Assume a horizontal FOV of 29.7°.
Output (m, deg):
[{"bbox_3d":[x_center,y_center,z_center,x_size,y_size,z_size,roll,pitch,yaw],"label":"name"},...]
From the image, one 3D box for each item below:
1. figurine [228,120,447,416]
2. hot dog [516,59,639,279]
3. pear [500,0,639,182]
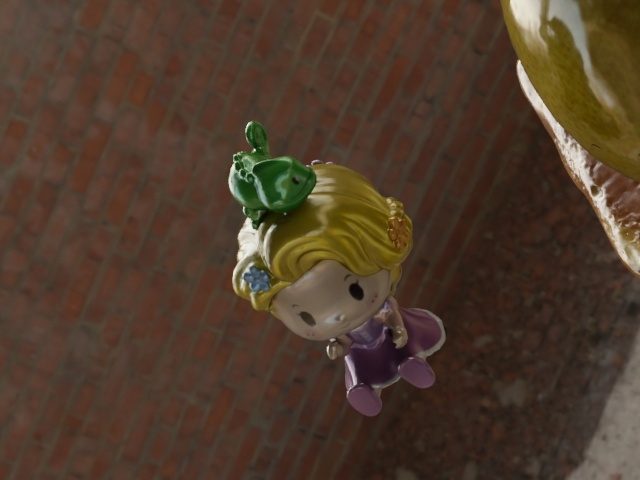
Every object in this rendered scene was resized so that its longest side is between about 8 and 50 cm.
[{"bbox_3d":[0.000,0.000,0.626,0.094,0.156,0.115,-35,32,10],"label":"figurine"},{"bbox_3d":[0.244,-0.092,0.919,0.337,0.100,0.135,-109,35,-51],"label":"hot dog"},{"bbox_3d":[0.179,-0.118,0.541,0.209,0.208,0.209,-49,27,37],"label":"pear"}]
